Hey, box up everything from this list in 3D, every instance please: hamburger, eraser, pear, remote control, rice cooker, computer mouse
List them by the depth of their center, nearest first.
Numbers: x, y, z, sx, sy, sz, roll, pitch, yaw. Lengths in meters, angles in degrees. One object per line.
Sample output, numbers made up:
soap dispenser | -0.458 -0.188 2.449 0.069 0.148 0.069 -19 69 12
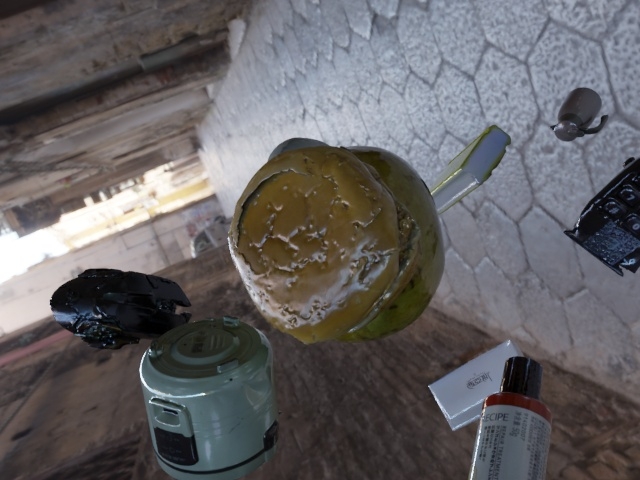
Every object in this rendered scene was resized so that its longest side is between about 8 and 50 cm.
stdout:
hamburger | -0.001 0.001 0.666 0.108 0.214 0.213 0 -118 -61
remote control | 0.482 -0.104 0.730 0.145 0.062 0.398 36 132 -2
pear | 0.046 0.015 0.961 0.304 0.304 0.303 156 90 -82
rice cooker | -0.179 0.265 0.992 0.226 0.226 0.244 -127 30 -60
computer mouse | -0.335 0.112 1.043 0.078 0.242 0.146 -29 59 54
eraser | 0.344 -0.164 1.440 0.069 0.158 0.226 41 158 -1

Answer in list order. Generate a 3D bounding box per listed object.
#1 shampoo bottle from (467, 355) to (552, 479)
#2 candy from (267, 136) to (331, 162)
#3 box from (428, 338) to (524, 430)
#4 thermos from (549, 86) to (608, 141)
shampoo bottle | 0.283 0.300 0.896 0.104 0.104 0.278 74 -149 -46
candy | -0.026 -0.168 1.746 0.185 0.296 0.295 -52 57 47
box | 0.378 0.324 1.379 0.116 0.203 0.274 62 -167 19
thermos | 0.745 -0.350 1.739 0.137 0.193 0.105 19 134 26
